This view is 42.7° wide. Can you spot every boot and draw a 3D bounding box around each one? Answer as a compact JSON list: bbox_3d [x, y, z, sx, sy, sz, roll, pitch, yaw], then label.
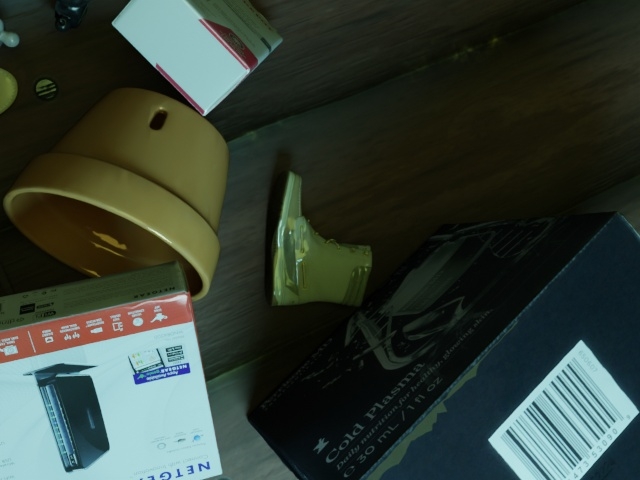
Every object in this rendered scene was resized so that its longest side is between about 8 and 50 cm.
[{"bbox_3d":[0.000,0.000,1.295,0.165,0.077,0.213,3,93,-17],"label":"boot"}]

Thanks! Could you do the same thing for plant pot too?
[{"bbox_3d":[-0.253,-0.069,1.129,0.291,0.291,0.203,28,63,-15],"label":"plant pot"}]

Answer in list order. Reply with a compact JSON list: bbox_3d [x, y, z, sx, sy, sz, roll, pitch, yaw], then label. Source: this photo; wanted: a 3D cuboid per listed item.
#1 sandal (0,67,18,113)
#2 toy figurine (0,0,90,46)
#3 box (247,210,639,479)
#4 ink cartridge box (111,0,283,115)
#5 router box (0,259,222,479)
[{"bbox_3d":[-0.527,-0.202,1.107,0.240,0.079,0.088,-6,95,-30],"label":"sandal"},{"bbox_3d":[-0.432,-0.380,1.130,0.209,0.148,0.213,-21,95,-17],"label":"toy figurine"},{"bbox_3d":[0.205,0.224,1.146,0.480,0.472,0.297,-43,100,-14],"label":"box"},{"bbox_3d":[-0.164,-0.297,1.165,0.100,0.237,0.172,-40,102,22],"label":"ink cartridge box"},{"bbox_3d":[-0.310,0.202,1.030,0.335,0.082,0.301,-13,120,-11],"label":"router box"}]
